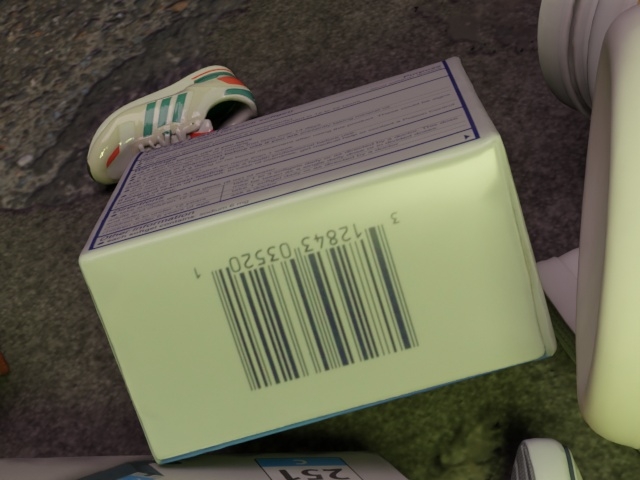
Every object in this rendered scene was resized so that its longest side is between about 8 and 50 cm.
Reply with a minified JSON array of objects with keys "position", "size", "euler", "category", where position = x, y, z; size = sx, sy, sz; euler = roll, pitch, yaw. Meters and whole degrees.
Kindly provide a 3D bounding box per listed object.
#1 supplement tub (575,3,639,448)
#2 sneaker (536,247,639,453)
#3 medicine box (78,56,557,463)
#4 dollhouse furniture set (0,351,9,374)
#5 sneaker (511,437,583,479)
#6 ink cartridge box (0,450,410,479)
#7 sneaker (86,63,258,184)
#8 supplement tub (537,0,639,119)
[{"position":[0.309,0.001,0.780],"size":[0.331,0.241,0.241],"euler":[4,48,7],"category":"supplement tub"},{"position":[0.267,0.074,0.960],"size":[0.169,0.108,0.292],"euler":[-27,43,-2],"category":"sneaker"},{"position":[0.000,0.000,1.024],"size":[0.263,0.149,0.289],"euler":[-16,15,5],"category":"medicine box"},{"position":[-0.268,0.167,1.068],"size":[0.374,0.152,0.201],"euler":[39,67,23],"category":"dollhouse furniture set"},{"position":[0.174,0.226,0.874],"size":[0.091,0.094,0.258],"euler":[0,44,-11],"category":"sneaker"},{"position":[-0.068,0.186,0.839],"size":[0.296,0.066,0.261],"euler":[1,8,-16],"category":"ink cartridge box"},{"position":[-0.127,-0.095,1.306],"size":[0.161,0.057,0.075],"euler":[-32,39,-15],"category":"sneaker"},{"position":[0.334,-0.130,1.048],"size":[0.228,0.228,0.316],"euler":[-41,47,-20],"category":"supplement tub"}]
